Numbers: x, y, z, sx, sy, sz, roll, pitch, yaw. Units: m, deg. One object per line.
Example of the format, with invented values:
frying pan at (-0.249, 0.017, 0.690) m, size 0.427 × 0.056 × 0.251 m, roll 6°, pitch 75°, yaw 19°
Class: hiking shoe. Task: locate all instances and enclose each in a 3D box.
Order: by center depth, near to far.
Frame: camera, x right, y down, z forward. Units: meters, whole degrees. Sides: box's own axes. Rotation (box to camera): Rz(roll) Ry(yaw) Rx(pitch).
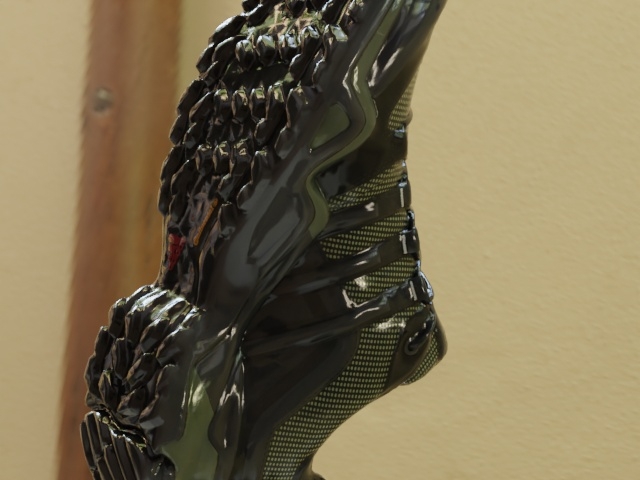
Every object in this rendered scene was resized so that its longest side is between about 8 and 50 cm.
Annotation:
hiking shoe at (0.000, 0.000, 0.635) m, size 0.086 × 0.114 × 0.227 m, roll 32°, pitch -82°, yaw 53°
